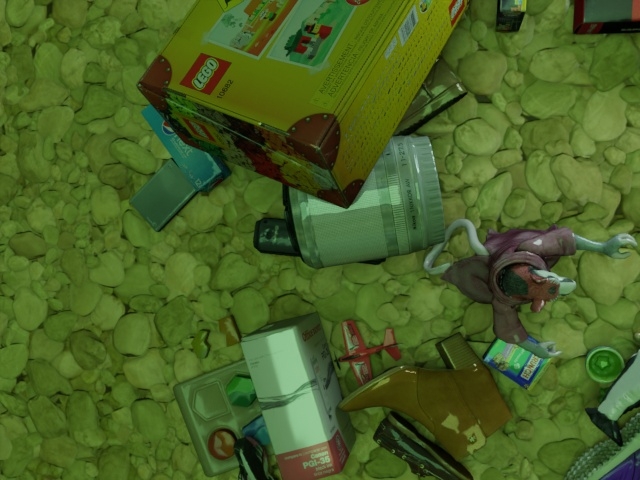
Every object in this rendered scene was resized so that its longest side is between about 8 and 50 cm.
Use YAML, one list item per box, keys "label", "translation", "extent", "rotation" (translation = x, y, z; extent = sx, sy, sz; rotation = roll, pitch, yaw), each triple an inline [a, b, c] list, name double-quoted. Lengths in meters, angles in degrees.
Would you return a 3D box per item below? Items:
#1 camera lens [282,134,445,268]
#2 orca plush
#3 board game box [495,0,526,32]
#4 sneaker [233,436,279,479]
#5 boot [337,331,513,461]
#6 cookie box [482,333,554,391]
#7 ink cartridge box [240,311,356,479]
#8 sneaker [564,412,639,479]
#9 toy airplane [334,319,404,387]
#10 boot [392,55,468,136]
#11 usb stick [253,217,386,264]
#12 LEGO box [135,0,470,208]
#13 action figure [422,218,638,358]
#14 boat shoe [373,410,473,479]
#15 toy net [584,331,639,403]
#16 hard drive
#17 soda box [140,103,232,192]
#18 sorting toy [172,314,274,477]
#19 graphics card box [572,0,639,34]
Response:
- label: "camera lens"
  translation: [0.076, -0.071, 1.282]
  extent: [0.274, 0.219, 0.219]
  rotation: [-9, 90, 6]
- label: "orca plush"
  translation: [0.613, 0.247, 1.220]
  extent: [0.102, 0.151, 0.287]
  rotation: [31, 96, -24]
- label: "board game box"
  translation: [0.351, -0.483, 1.272]
  extent: [0.048, 0.141, 0.170]
  rotation: [4, 92, 12]
- label: "sneaker"
  translation: [-0.145, 0.490, 1.435]
  extent: [0.077, 0.072, 0.178]
  rotation: [-16, 107, 22]
- label: "boot"
  translation: [0.203, 0.329, 1.330]
  extent: [0.295, 0.104, 0.211]
  rotation: [-27, 80, -4]
- label: "cookie box"
  translation: [0.382, 0.222, 1.341]
  extent: [0.107, 0.040, 0.092]
  rotation: [33, 98, 9]
- label: "ink cartridge box"
  translation: [-0.037, 0.296, 1.350]
  extent: [0.117, 0.207, 0.283]
  rotation: [-17, 89, 11]
- label: "sneaker"
  translation: [0.585, 0.422, 1.272]
  extent: [0.293, 0.102, 0.146]
  rotation: [-43, 84, 10]
- label: "toy airplane"
  translation: [0.098, 0.223, 1.410]
  extent: [0.151, 0.028, 0.151]
  rotation: [1, 93, 12]
- label: "boot"
  translation: [0.125, -0.338, 1.361]
  extent: [0.236, 0.089, 0.269]
  rotation: [-33, 84, 4]
- label: "usb stick"
  translation: [0.000, 0.000, 1.415]
  extent: [0.278, 0.045, 0.077]
  rotation: [5, 91, 13]
- label: "LEGO box"
  translation: [-0.008, -0.358, 1.196]
  extent: [0.372, 0.193, 0.500]
  rotation: [24, 75, 26]
- label: "action figure"
  translation: [0.334, 0.036, 1.175]
  extent: [0.275, 0.370, 0.248]
  rotation: [31, 99, 8]
- label: "boat shoe"
  translation: [0.200, 0.427, 1.374]
  extent: [0.207, 0.073, 0.073]
  rotation: [36, 95, 17]
- label: "toy net"
  translation: [0.615, 0.225, 1.288]
  extent: [0.232, 0.045, 0.122]
  rotation: [-23, 87, 12]
- label: "hard drive"
  translation: [-0.335, -0.097, 1.497]
  extent: [0.135, 0.022, 0.094]
  rotation: [-44, 83, 11]
- label: "soda box"
  translation: [-0.280, -0.204, 1.458]
  extent: [0.071, 0.067, 0.210]
  rotation: [-37, 84, 11]
- label: "sorting toy"
  translation: [-0.203, 0.328, 1.473]
  extent: [0.229, 0.041, 0.307]
  rotation: [-22, 87, 12]
- label: "graphics card box"
  translation: [0.651, -0.492, 1.231]
  extent: [0.371, 0.094, 0.233]
  rotation: [3, 92, 11]
